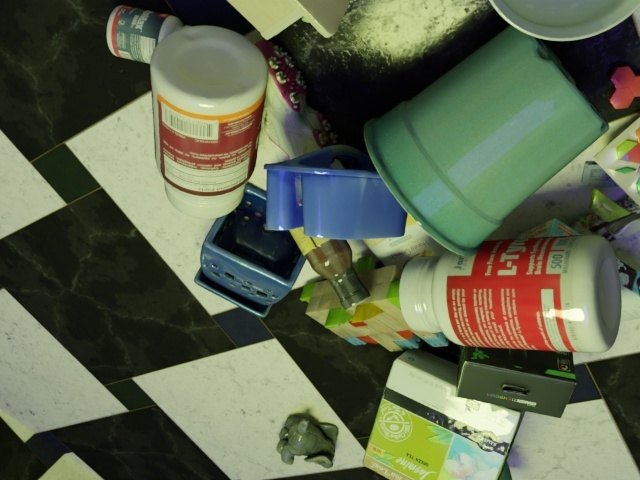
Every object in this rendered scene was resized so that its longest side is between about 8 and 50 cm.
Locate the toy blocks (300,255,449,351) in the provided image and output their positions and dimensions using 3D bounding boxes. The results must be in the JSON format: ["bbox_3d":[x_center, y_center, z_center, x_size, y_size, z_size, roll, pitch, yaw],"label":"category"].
[{"bbox_3d":[0.157,0.192,1.574,0.261,0.190,0.381,37,146,-29],"label":"toy blocks"}]

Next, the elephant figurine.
[{"bbox_3d":[-0.011,0.683,2.041,0.240,0.186,0.169,26,87,-17],"label":"elephant figurine"}]

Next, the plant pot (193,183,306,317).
[{"bbox_3d":[-0.168,0.039,1.527,0.236,0.236,0.212,28,136,-5],"label":"plant pot"}]

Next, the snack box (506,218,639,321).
[{"bbox_3d":[0.591,0.079,1.380,0.322,0.060,0.187,31,157,-8],"label":"snack box"}]

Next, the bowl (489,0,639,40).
[{"bbox_3d":[0.393,-0.478,0.987,0.298,0.134,0.297,2,108,6],"label":"bowl"}]

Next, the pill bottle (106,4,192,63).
[{"bbox_3d":[-0.346,-0.427,1.295,0.180,0.108,0.108,14,129,6],"label":"pill bottle"}]

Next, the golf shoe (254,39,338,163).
[{"bbox_3d":[-0.083,-0.280,1.329,0.140,0.115,0.306,-15,120,30],"label":"golf shoe"}]

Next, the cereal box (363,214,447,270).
[{"bbox_3d":[0.234,0.027,1.505,0.173,0.047,0.240,-28,114,34],"label":"cereal box"}]

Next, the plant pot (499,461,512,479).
[{"bbox_3d":[0.425,0.654,1.813,0.290,0.290,0.195,1,96,16],"label":"plant pot"}]

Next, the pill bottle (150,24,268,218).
[{"bbox_3d":[-0.240,-0.230,1.300,0.224,0.224,0.392,21,146,1],"label":"pill bottle"}]

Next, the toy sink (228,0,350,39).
[{"bbox_3d":[-0.075,-0.475,1.118,0.234,0.152,0.131,37,149,-30],"label":"toy sink"}]

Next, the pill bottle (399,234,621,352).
[{"bbox_3d":[0.384,0.111,1.273,0.408,0.229,0.229,-4,126,38],"label":"pill bottle"}]

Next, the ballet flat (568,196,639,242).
[{"bbox_3d":[0.621,-0.024,1.329,0.091,0.077,0.241,40,128,-18],"label":"ballet flat"}]

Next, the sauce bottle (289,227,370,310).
[{"bbox_3d":[0.000,0.000,1.429,0.111,0.111,0.344,-32,83,34],"label":"sauce bottle"}]

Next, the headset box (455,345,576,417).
[{"bbox_3d":[0.463,0.270,1.471,0.247,0.283,0.131,10,128,10],"label":"headset box"}]

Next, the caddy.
[{"bbox_3d":[0.041,-0.104,1.244,0.241,0.341,0.179,9,99,43],"label":"caddy"}]

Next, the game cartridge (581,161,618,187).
[{"bbox_3d":[0.598,-0.138,1.289,0.083,0.017,0.056,4,124,14],"label":"game cartridge"}]

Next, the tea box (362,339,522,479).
[{"bbox_3d":[0.332,0.486,1.597,0.329,0.220,0.323,20,105,24],"label":"tea box"}]

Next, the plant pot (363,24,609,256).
[{"bbox_3d":[0.317,-0.203,1.146,0.341,0.341,0.334,41,118,-16],"label":"plant pot"}]

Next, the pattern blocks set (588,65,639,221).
[{"bbox_3d":[0.647,-0.158,1.198,0.325,0.026,0.285,27,112,-3],"label":"pattern blocks set"}]
